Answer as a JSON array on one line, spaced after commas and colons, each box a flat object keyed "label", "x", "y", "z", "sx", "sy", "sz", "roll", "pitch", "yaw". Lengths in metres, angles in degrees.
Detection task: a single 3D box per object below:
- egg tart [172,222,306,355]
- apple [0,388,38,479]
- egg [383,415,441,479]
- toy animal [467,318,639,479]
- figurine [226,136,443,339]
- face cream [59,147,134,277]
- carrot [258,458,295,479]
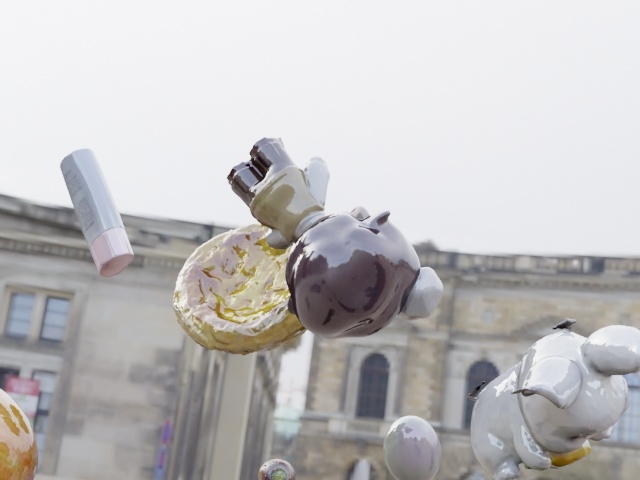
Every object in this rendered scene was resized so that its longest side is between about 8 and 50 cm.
[{"label": "egg tart", "x": -0.104, "y": 0.097, "z": 2.022, "sx": 0.341, "sy": 0.341, "sz": 0.129, "roll": -1, "pitch": -47, "yaw": 27}, {"label": "apple", "x": -0.512, "y": 0.287, "z": 1.467, "sx": 0.242, "sy": 0.242, "sz": 0.241, "roll": -7, "pitch": -41, "yaw": 43}, {"label": "egg", "x": 0.163, "y": 0.374, "z": 1.970, "sx": 0.103, "sy": 0.135, "sz": 0.103, "roll": -8, "pitch": 27, "yaw": 4}, {"label": "toy animal", "x": 0.297, "y": 0.206, "z": 1.427, "sx": 0.208, "sy": 0.154, "sz": 0.325, "roll": -23, "pitch": -27, "yaw": -11}, {"label": "figurine", "x": 0.002, "y": 0.005, "z": 1.769, "sx": 0.365, "sy": 0.218, "sz": 0.206, "roll": 50, "pitch": -3, "yaw": 37}, {"label": "face cream", "x": -0.348, "y": -0.045, "z": 1.724, "sx": 0.057, "sy": 0.198, "sz": 0.084, "roll": -11, "pitch": -21, "yaw": -37}, {"label": "carrot", "x": -0.068, "y": 0.356, "z": 1.670, "sx": 0.055, "sy": 0.055, "sz": 0.161, "roll": 8, "pitch": -10, "yaw": -3}]
